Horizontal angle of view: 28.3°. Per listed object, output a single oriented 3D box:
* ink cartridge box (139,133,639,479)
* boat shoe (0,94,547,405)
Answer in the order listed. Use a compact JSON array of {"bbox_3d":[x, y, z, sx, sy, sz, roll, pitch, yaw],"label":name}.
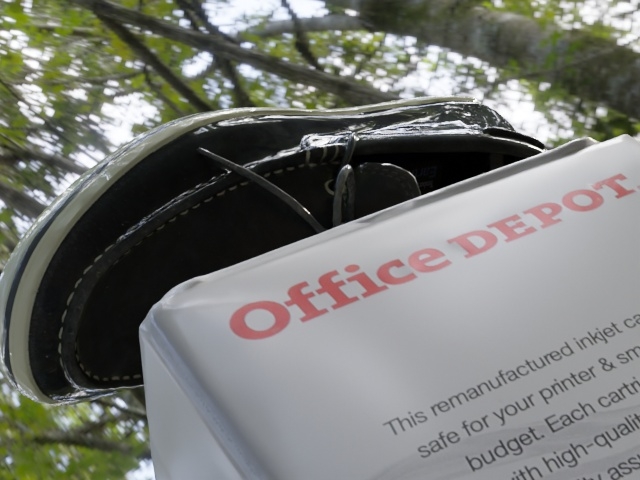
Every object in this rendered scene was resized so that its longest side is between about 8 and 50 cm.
[{"bbox_3d":[0.095,0.103,0.366,0.198,0.273,0.114,-20,-48,-24],"label":"ink cartridge box"},{"bbox_3d":[0.000,0.000,0.919,0.500,0.156,0.186,-17,-58,-40],"label":"boat shoe"}]
